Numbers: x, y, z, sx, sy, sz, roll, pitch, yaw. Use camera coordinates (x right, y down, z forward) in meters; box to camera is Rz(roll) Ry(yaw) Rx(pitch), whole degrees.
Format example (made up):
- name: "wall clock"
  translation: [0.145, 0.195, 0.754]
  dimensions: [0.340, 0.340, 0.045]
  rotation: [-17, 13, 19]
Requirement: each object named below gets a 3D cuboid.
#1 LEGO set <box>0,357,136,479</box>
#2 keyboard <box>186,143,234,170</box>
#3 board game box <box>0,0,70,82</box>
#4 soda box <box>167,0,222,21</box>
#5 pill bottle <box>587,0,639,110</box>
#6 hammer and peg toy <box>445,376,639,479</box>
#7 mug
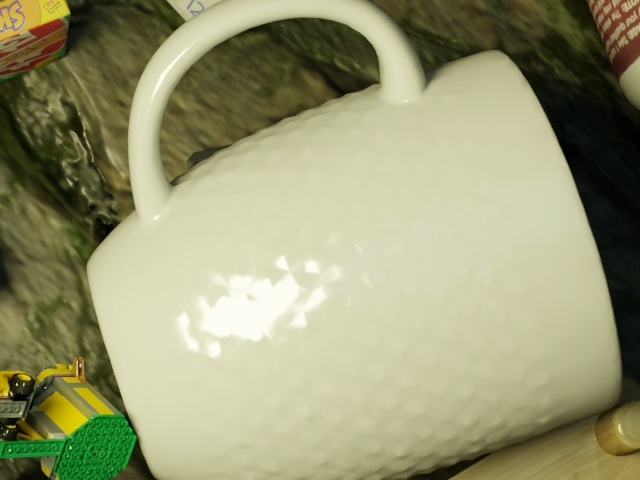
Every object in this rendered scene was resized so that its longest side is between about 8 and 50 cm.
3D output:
- name: "LEGO set"
  translation: [-0.293, 0.191, 1.247]
  dimensions: [0.255, 0.331, 0.192]
  rotation: [-6, 30, -40]
- name: "keyboard"
  translation: [-0.008, -0.039, 1.455]
  dimensions: [0.180, 0.023, 0.108]
  rotation: [-13, 78, -10]
- name: "board game box"
  translation: [-0.315, -0.121, 1.378]
  dimensions: [0.259, 0.124, 0.039]
  rotation: [-21, 84, -13]
- name: "soda box"
  translation: [-0.141, -0.305, 1.453]
  dimensions: [0.286, 0.091, 0.098]
  rotation: [49, 46, 6]
- name: "pill bottle"
  translation: [0.315, -0.233, 1.447]
  dimensions: [0.224, 0.224, 0.392]
  rotation: [-17, 79, -12]
- name: "hammer and peg toy"
  translation: [0.148, 0.298, 1.337]
  dimensions: [0.361, 0.127, 0.266]
  rotation: [-30, 83, -14]
- name: "mug"
  translation: [0.000, 0.000, 1.289]
  dimensions: [0.328, 0.276, 0.374]
  rotation: [-18, 113, -4]
